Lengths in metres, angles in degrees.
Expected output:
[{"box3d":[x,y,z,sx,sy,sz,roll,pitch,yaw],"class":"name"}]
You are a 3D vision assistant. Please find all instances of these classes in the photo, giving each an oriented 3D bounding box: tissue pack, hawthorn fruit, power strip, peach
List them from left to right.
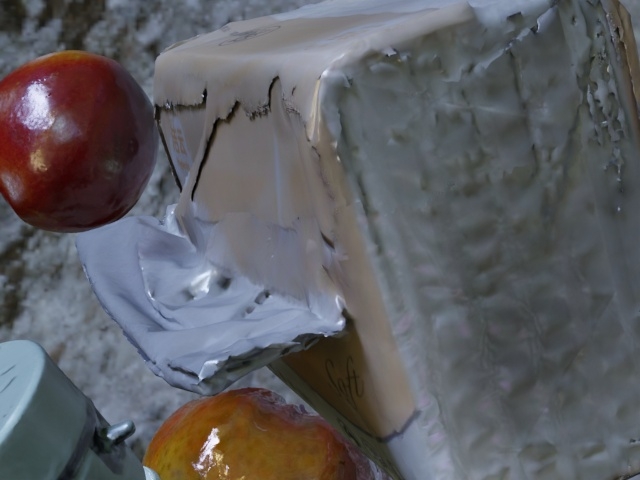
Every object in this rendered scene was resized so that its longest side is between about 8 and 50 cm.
[{"box3d":[-0.321,0.245,1.011,0.161,0.357,0.357,54,-137,-20],"class":"power strip"},{"box3d":[-0.324,-0.127,1.479,0.199,0.243,0.243,120,175,-59],"class":"peach"},{"box3d":[-0.105,0.482,1.964,0.471,0.471,0.472,-27,-60,-60],"class":"hawthorn fruit"},{"box3d":[0.000,0.000,0.575,0.238,0.305,0.239,-4,-79,-20],"class":"tissue pack"}]

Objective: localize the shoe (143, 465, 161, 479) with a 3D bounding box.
[{"box3d":[-0.319,0.518,1.763,0.363,0.131,0.160,-55,-44,1],"class":"shoe"}]
